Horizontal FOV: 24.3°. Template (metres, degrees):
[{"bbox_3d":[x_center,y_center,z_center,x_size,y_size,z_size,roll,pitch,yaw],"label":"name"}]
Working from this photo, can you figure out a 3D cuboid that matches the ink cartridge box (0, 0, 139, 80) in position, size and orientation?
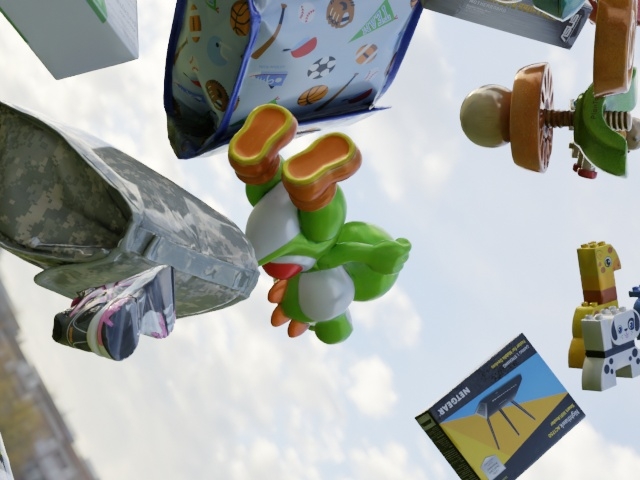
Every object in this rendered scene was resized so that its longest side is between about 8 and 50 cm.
[{"bbox_3d":[-0.244,-0.286,1.409,0.154,0.093,0.212,57,23,-59],"label":"ink cartridge box"}]

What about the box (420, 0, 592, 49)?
[{"bbox_3d":[0.176,-0.309,1.633,0.231,0.183,0.056,-106,-145,-52],"label":"box"}]

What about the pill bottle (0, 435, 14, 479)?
[{"bbox_3d":[-0.382,0.108,1.233,0.188,0.187,0.334,95,-26,-60],"label":"pill bottle"}]

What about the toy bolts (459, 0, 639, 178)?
[{"bbox_3d":[0.205,-0.193,1.331,0.218,0.158,0.229,64,34,-63],"label":"toy bolts"}]

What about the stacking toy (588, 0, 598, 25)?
[{"bbox_3d":[0.411,-0.338,1.975,0.309,0.130,0.279,27,19,-53],"label":"stacking toy"}]

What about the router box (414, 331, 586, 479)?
[{"bbox_3d":[0.221,0.215,1.815,0.133,0.179,0.046,52,-31,4],"label":"router box"}]

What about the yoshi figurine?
[{"bbox_3d":[0.012,-0.021,1.911,0.362,0.203,0.204,76,8,-48],"label":"yoshi figurine"}]

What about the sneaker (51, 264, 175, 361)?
[{"bbox_3d":[-0.192,0.060,1.386,0.178,0.077,0.072,-24,118,-71],"label":"sneaker"}]

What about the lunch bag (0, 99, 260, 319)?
[{"bbox_3d":[-0.232,-0.013,1.630,0.287,0.169,0.235,27,1,36],"label":"lunch bag"}]

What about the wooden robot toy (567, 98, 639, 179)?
[{"bbox_3d":[0.309,-0.105,1.573,0.173,0.079,0.076,-94,-172,-75],"label":"wooden robot toy"}]

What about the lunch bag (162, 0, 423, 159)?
[{"bbox_3d":[-0.049,-0.283,2.241,0.239,0.327,0.385,58,-34,27],"label":"lunch bag"}]

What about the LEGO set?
[{"bbox_3d":[0.254,0.042,1.171,0.087,0.227,0.093,-1,-79,49],"label":"LEGO set"}]
